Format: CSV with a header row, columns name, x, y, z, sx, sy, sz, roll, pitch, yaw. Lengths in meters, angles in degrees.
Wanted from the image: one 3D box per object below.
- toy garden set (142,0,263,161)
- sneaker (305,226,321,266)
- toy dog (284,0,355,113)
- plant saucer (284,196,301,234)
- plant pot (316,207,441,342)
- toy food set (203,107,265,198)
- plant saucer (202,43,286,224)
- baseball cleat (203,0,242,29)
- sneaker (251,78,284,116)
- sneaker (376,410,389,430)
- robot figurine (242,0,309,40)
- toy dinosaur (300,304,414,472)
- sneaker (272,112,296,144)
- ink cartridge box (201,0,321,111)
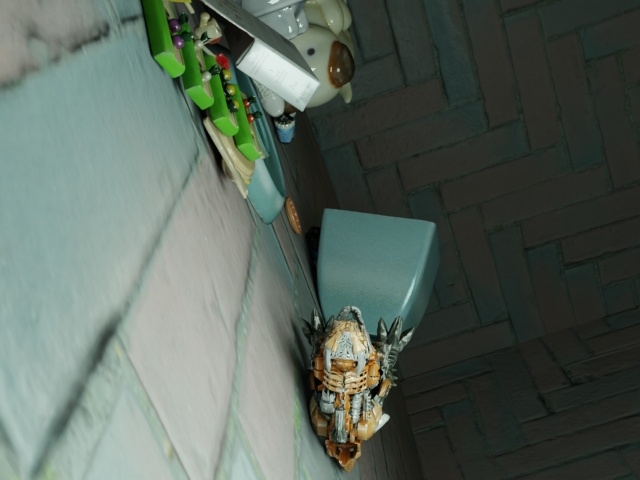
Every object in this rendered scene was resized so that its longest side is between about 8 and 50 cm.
name,x,y,z,sx,sy,sz,roll,pitch,yaw
toy garden set,-0.143,-0.247,0.967,0.244,0.049,0.204,46,24,-59
sneaker,0.001,0.000,1.791,0.152,0.058,0.084,-72,153,-71
toy dog,-0.045,-0.482,1.945,0.408,0.284,0.395,-87,158,-59
plant saucer,-0.059,-0.051,1.580,0.083,0.013,0.083,-19,90,-84
plant pot,0.118,0.102,1.656,0.247,0.248,0.252,61,39,-66
toy food set,-0.129,-0.132,1.031,0.132,0.038,0.192,63,13,-18
plant saucer,-0.118,-0.182,1.252,0.317,0.044,0.317,-18,90,-84
baseball cleat,-0.171,-0.468,1.309,0.109,0.072,0.206,-135,-147,-59
sneaker,-0.131,-0.352,1.717,0.152,0.054,0.061,66,14,4
sneaker,0.054,0.281,1.236,0.065,0.061,0.158,56,-24,-9
robot figurine,-0.139,-0.569,1.506,0.300,0.200,0.353,-59,133,-65
toy dinosaur,0.030,0.213,1.071,0.218,0.164,0.322,-77,-170,-52
sneaker,-0.094,-0.286,1.901,0.162,0.063,0.073,-89,179,-66
ink cartridge box,-0.128,-0.330,1.209,0.239,0.060,0.275,30,17,-23
